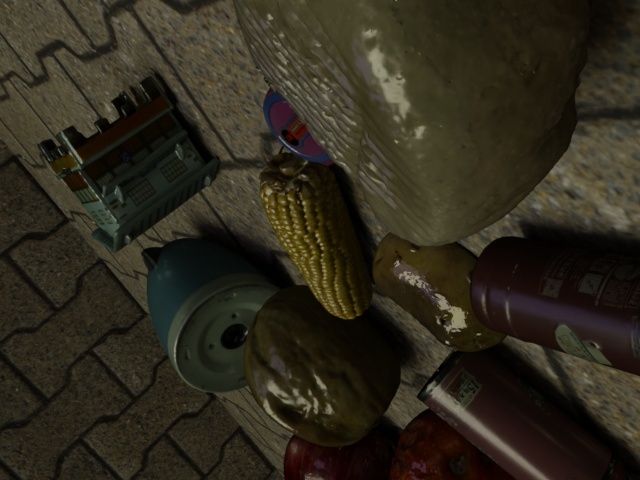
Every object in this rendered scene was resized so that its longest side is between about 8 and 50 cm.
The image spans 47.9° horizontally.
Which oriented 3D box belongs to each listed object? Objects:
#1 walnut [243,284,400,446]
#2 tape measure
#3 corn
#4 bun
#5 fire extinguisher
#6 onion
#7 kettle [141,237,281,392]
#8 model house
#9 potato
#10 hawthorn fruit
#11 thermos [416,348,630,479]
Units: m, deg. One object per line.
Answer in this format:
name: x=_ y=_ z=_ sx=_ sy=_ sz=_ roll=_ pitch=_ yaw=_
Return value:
walnut: x=-0.005 y=0.211 z=1.206 sx=0.283 sy=0.283 sz=0.227 roll=44 pitch=129 yaw=7
tape measure: x=0.000 y=-0.141 z=0.807 sx=0.125 sy=0.074 sz=0.118 roll=43 pitch=153 yaw=-6
corn: x=0.000 y=0.000 z=1.011 sx=0.106 sy=0.106 sz=0.305 roll=28 pitch=154 yaw=39
bun: x=0.073 y=-0.151 z=0.492 sx=0.281 sy=0.205 sz=0.281 roll=48 pitch=172 yaw=9
fire extinguisher: x=0.272 y=0.074 z=0.600 sx=0.344 sy=0.138 sz=0.102 roll=15 pitch=121 yaw=54
onion: x=0.058 y=0.499 z=1.599 sx=0.276 sy=0.276 sz=0.276 roll=38 pitch=157 yaw=20
kettle: x=-0.215 y=0.131 z=1.498 sx=0.319 sy=0.247 sz=0.342 roll=35 pitch=-177 yaw=-40
model house: x=-0.320 y=-0.130 z=1.216 sx=0.198 sy=0.224 sz=0.215 roll=2 pitch=128 yaw=57
potato: x=0.142 y=0.071 z=0.910 sx=0.200 sy=0.081 sz=0.164 roll=35 pitch=157 yaw=31
hawthorn fruit: x=0.192 y=0.399 z=1.165 sx=0.207 sy=0.243 sz=0.207 roll=41 pitch=159 yaw=20
thermos: x=0.287 y=0.274 z=0.945 sx=0.330 sy=0.109 sz=0.136 roll=39 pitch=157 yaw=11
